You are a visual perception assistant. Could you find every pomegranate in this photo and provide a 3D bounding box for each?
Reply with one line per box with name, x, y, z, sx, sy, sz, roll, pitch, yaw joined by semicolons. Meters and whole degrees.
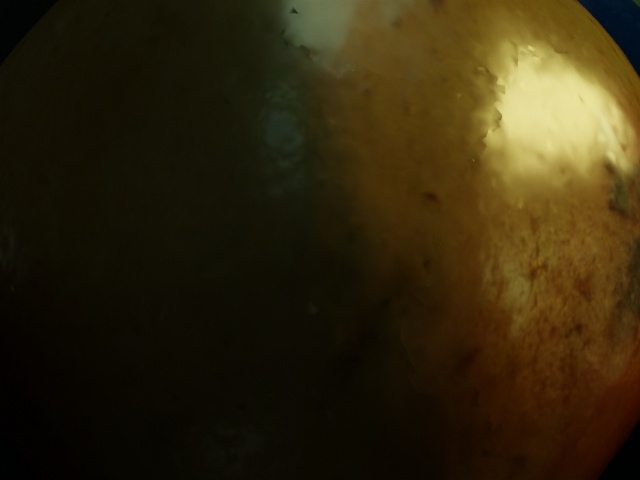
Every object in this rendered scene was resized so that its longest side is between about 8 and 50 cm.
pomegranate;-0.002;0.006;0.542;0.209;0.209;0.209;4;15;-1

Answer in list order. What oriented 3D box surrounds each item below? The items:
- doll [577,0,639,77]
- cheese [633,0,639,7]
doll;0.033;-0.026;0.782;0.215;0.161;0.257;-18;6;-23
cheese;0.189;-0.070;0.901;0.226;0.117;0.214;3;-23;48
